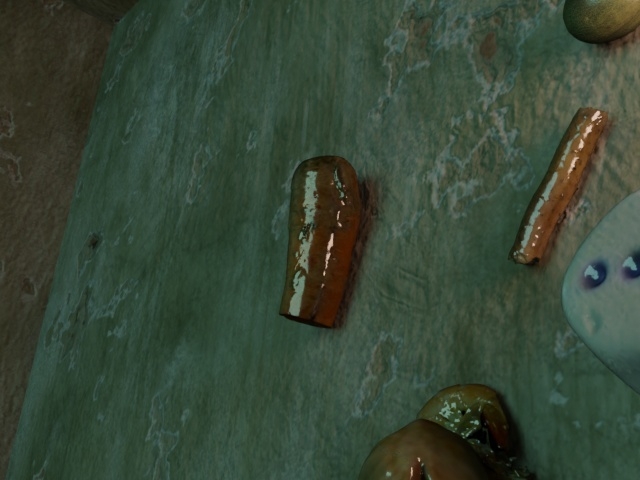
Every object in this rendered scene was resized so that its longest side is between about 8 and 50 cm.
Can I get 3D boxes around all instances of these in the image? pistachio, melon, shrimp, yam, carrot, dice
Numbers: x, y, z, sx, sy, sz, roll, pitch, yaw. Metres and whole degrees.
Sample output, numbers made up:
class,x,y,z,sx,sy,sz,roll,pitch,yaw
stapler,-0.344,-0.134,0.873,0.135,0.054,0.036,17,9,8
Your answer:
class,x,y,z,sx,sy,sz,roll,pitch,yaw
pistachio,0.137,0.363,1.180,0.166,0.197,0.288,-11,82,7
melon,0.402,-0.328,1.357,0.130,0.098,0.098,-19,54,43
shrimp,0.215,0.269,1.283,0.287,0.063,0.152,10,67,60
yam,0.329,-0.072,1.343,0.057,0.056,0.241,28,92,59
carrot,0.000,0.000,1.719,0.138,0.138,0.302,-2,75,56
dice,0.385,0.065,1.012,0.192,0.194,0.193,-54,29,18
